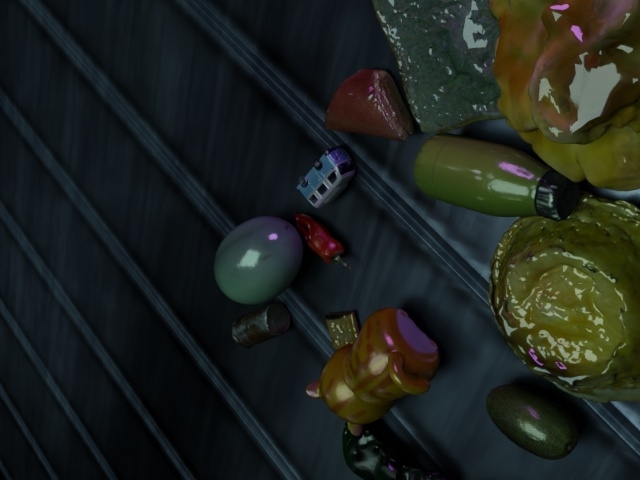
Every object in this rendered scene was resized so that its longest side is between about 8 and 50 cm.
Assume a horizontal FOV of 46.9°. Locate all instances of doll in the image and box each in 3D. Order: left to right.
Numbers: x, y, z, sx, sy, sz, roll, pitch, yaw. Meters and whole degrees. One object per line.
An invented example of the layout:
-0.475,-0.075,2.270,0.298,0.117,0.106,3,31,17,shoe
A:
0.105,0.247,1.397,0.167,0.162,0.270,47,139,10,doll

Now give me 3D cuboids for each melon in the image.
0.348,0.296,1.222,0.162,0.099,0.099,31,122,39,melon

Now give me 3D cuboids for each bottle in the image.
0.270,-0.094,1.144,0.260,0.112,0.112,23,118,46,bottle

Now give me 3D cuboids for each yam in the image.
-0.137,0.193,1.662,0.141,0.079,0.079,-25,86,42,yam

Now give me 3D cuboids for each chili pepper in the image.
0.000,0.000,1.491,0.191,0.050,0.059,44,145,35,chili pepper
0.135,0.455,1.459,0.264,0.116,0.148,25,122,37,chili pepper

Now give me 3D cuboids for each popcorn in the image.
0.390,-0.253,0.865,0.390,0.354,0.344,-27,55,4,popcorn

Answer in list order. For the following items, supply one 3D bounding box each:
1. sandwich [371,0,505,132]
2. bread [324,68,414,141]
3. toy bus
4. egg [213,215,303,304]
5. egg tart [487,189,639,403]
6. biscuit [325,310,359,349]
0.213,-0.318,1.111,0.271,0.099,0.301,-7,113,48,sandwich
0.081,-0.246,1.326,0.192,0.067,0.119,13,112,40,bread
0.015,-0.122,1.433,0.075,0.060,0.123,54,134,11,toy bus
-0.129,0.041,1.543,0.231,0.168,0.168,-42,74,42,egg
0.389,0.098,1.102,0.345,0.132,0.346,12,109,39,egg tart
0.049,0.187,1.525,0.083,0.018,0.081,-12,94,45,biscuit
